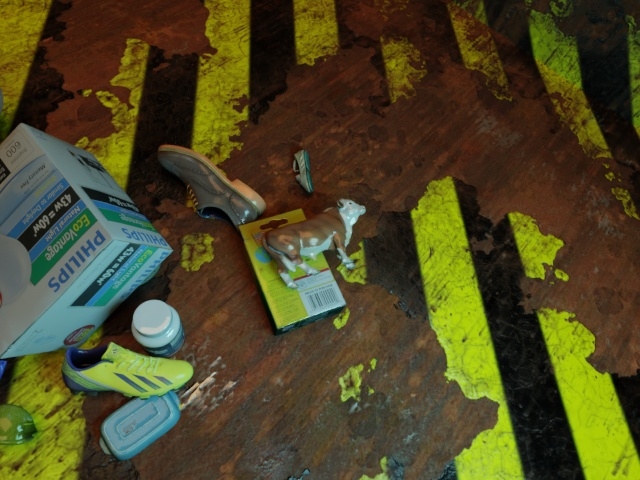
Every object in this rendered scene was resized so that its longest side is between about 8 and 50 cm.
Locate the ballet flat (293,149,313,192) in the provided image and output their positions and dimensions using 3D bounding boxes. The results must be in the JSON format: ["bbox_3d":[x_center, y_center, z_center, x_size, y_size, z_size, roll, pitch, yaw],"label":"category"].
[{"bbox_3d":[-0.057,-0.216,1.408,0.053,0.057,0.168,-15,60,12],"label":"ballet flat"}]

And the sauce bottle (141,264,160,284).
[{"bbox_3d":[-0.572,-0.026,1.168,0.111,0.111,0.344,-39,75,-25],"label":"sauce bottle"}]

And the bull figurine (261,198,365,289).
[{"bbox_3d":[0.000,0.000,1.179,0.311,0.101,0.188,-19,70,-21],"label":"bull figurine"}]

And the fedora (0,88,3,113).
[{"bbox_3d":[-1.007,-0.340,1.235,0.244,0.124,0.275,9,70,-4],"label":"fedora"}]

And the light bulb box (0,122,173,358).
[{"bbox_3d":[-0.614,0.007,1.001,0.358,0.225,0.361,-45,76,4],"label":"light bulb box"}]

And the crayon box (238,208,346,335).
[{"bbox_3d":[-0.086,0.080,1.224,0.202,0.081,0.318,-16,68,-19],"label":"crayon box"}]

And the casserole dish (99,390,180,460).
[{"bbox_3d":[-0.418,0.416,1.011,0.188,0.037,0.114,-33,73,-23],"label":"casserole dish"}]

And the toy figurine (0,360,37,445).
[{"bbox_3d":[-0.759,0.277,0.897,0.363,0.191,0.217,15,78,-3],"label":"toy figurine"}]

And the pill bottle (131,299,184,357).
[{"bbox_3d":[-0.387,0.208,1.041,0.108,0.180,0.107,4,62,-8],"label":"pill bottle"}]

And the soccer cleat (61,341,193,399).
[{"bbox_3d":[-0.444,0.292,1.008,0.290,0.121,0.093,1,18,-5],"label":"soccer cleat"}]

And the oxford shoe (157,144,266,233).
[{"bbox_3d":[-0.342,-0.153,1.272,0.364,0.130,0.132,31,69,7],"label":"oxford shoe"}]
